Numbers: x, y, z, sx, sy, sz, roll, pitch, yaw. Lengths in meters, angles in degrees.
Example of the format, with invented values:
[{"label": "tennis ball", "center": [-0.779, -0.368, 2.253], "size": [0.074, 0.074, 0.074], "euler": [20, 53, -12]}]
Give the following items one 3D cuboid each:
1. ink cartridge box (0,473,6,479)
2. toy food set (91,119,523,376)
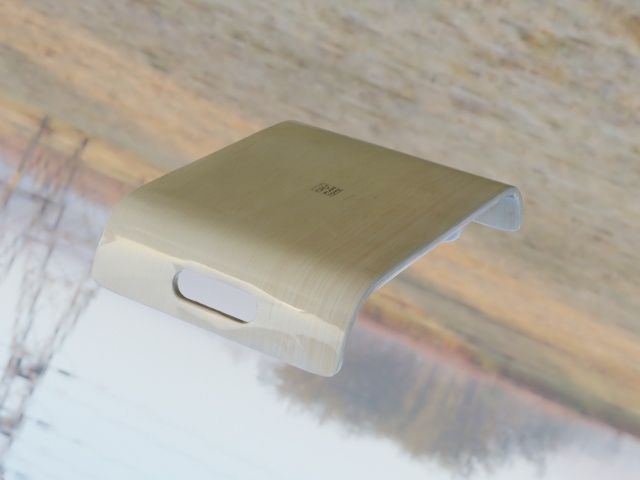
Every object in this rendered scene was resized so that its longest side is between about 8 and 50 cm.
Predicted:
[{"label": "ink cartridge box", "center": [-0.275, 0.166, 0.948], "size": [0.090, 0.092, 0.143], "euler": [33, 166, 50]}, {"label": "toy food set", "center": [0.000, 0.000, 1.149], "size": [0.219, 0.092, 0.306], "euler": [19, -152, 26]}]
